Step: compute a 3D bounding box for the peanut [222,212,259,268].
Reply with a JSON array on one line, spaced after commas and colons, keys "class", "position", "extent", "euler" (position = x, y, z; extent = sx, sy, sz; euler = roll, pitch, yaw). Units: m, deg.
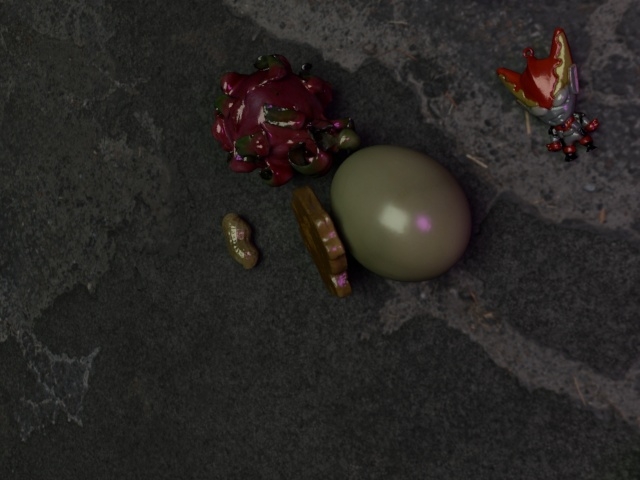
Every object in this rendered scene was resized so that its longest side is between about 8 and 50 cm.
[{"class": "peanut", "position": [-0.148, 0.000, 1.179], "extent": [0.054, 0.054, 0.113], "euler": [-29, 76, 28]}]

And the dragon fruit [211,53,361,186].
[{"class": "dragon fruit", "position": [-0.058, -0.182, 1.054], "extent": [0.218, 0.198, 0.273], "euler": [-31, 67, -19]}]

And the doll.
[{"class": "doll", "position": [0.325, -0.194, 0.883], "extent": [0.109, 0.057, 0.169], "euler": [-31, 87, 45]}]

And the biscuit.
[{"class": "biscuit", "position": [0.003, -0.001, 0.989], "extent": [0.035, 0.249, 0.184], "euler": [-25, 70, -7]}]

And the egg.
[{"class": "egg", "position": [0.112, -0.043, 0.933], "extent": [0.242, 0.186, 0.186], "euler": [42, 111, 38]}]
